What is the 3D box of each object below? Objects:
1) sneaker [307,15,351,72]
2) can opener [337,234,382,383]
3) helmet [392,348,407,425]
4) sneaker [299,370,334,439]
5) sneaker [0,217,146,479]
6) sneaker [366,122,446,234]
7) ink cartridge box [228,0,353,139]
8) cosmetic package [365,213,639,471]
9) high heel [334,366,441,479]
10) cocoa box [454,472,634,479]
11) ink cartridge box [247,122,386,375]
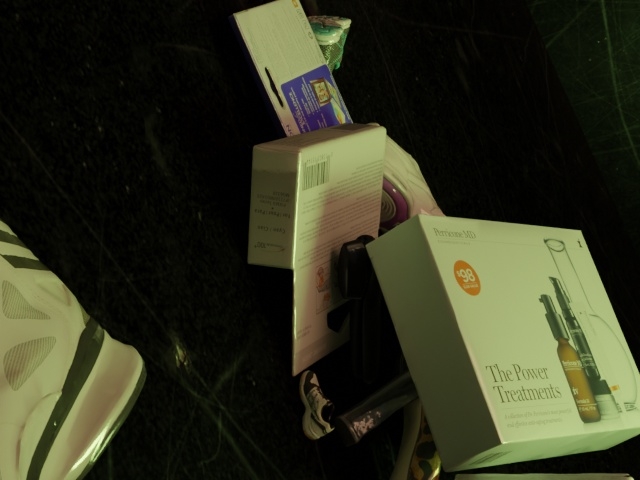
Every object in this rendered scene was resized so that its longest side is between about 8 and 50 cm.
[{"bbox_3d":[0.006,-0.273,1.894,0.166,0.065,0.076,-61,157,-71],"label":"sneaker"},{"bbox_3d":[0.052,0.083,1.646,0.059,0.073,0.186,-138,-136,-64],"label":"can opener"},{"bbox_3d":[0.169,0.183,1.740,0.169,0.169,0.161,-10,91,-66],"label":"helmet"},{"bbox_3d":[-0.001,0.183,1.525,0.032,0.037,0.083,35,40,-49],"label":"sneaker"},{"bbox_3d":[-0.281,0.118,0.879,0.257,0.169,0.447,52,20,-17],"label":"sneaker"},{"bbox_3d":[0.135,-0.040,1.895,0.305,0.114,0.152,52,30,-34],"label":"sneaker"},{"bbox_3d":[-0.044,-0.204,1.730,0.206,0.045,0.208,66,25,-7],"label":"ink cartridge box"},{"bbox_3d":[0.244,0.121,1.660,0.377,0.097,0.284,3,59,-50],"label":"cosmetic package"},{"bbox_3d":[0.151,0.272,1.608,0.186,0.093,0.261,-30,95,-26],"label":"high heel"},{"bbox_3d":[0.235,0.456,1.463,0.228,0.231,0.347,55,45,-32],"label":"cocoa box"},{"bbox_3d":[0.000,0.000,1.641,0.296,0.066,0.261,-23,118,-66],"label":"ink cartridge box"}]
